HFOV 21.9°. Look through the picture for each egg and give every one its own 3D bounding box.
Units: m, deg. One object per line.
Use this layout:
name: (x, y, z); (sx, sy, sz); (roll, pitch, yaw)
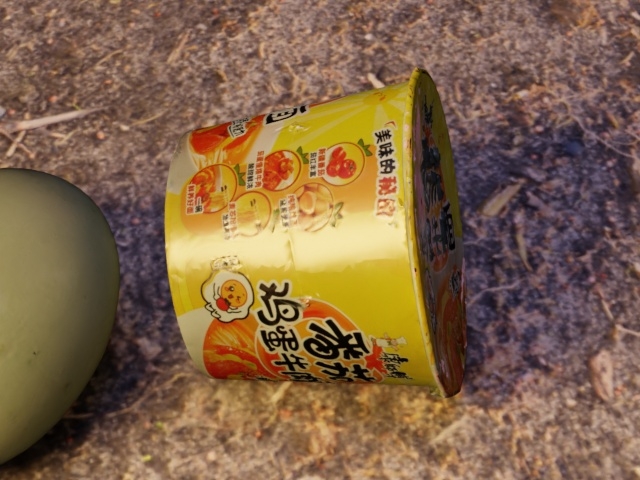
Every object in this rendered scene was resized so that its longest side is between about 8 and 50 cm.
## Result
egg: (-0.272, 0.063, 1.307); (0.203, 0.203, 0.283); (20, 53, 23)

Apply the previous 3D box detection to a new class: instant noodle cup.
instant noodle cup: (0.000, 0.000, 1.313); (0.200, 0.264, 0.264); (-4, 48, 12)
